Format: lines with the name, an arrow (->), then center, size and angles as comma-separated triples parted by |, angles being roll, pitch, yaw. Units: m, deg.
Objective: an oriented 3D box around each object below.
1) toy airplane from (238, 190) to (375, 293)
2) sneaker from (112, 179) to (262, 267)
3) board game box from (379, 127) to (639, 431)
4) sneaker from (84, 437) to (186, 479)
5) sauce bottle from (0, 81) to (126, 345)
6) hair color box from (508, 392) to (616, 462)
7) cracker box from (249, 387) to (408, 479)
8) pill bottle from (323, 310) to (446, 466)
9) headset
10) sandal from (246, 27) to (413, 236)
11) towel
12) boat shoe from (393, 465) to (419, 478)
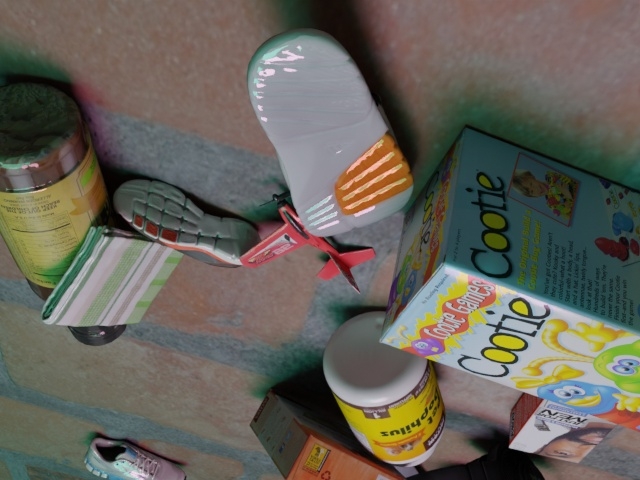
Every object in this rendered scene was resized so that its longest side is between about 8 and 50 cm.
toy airplane -> 0.000, 0.000, 0.787 | 0.151, 0.028, 0.151 | -1, 133, -1
sneaker -> -0.140, -0.006, 0.812 | 0.157, 0.061, 0.065 | 26, 150, -14
board game box -> 0.211, 0.043, 0.675 | 0.275, 0.144, 0.142 | 20, 145, -6
sneaker -> -0.334, 0.404, 1.432 | 0.190, 0.071, 0.083 | 16, 139, -3
sauce bottle -> -0.262, -0.005, 0.813 | 0.111, 0.112, 0.344 | 11, 146, 5
hair color box -> 0.290, 0.203, 0.941 | 0.093, 0.053, 0.167 | 12, 146, 3
cracker box -> 0.007, 0.278, 1.034 | 0.155, 0.067, 0.232 | 30, 174, -16
pill bottle -> 0.083, 0.185, 0.937 | 0.117, 0.117, 0.215 | 0, 143, 19
headset -> 0.246, 0.403, 1.099 | 0.393, 0.185, 0.243 | 2, 140, -19
sandal -> 0.008, -0.091, 0.622 | 0.101, 0.076, 0.265 | -17, 150, 4
towel -> -0.207, 0.039, 0.813 | 0.023, 0.113, 0.152 | 39, -171, 20
boat shoe -> 0.116, 0.394, 1.247 | 0.084, 0.095, 0.258 | 13, 145, 32
